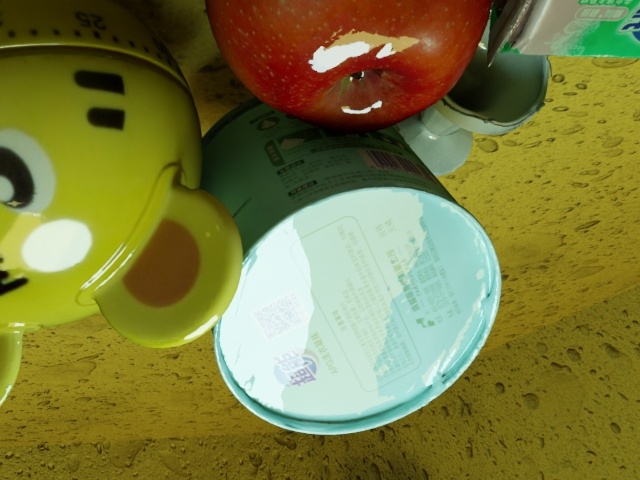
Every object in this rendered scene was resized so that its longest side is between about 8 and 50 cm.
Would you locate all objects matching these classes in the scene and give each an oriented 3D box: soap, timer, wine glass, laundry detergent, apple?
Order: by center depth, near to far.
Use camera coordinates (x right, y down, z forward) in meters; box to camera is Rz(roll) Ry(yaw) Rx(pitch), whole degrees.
[{"bbox_3d":[0.023,-0.220,0.822,0.260,0.216,0.260,-9,160,-3],"label":"apple"},{"bbox_3d":[-0.270,-0.046,0.851,0.376,0.387,0.376,-14,160,-5],"label":"timer"},{"bbox_3d":[0.000,0.000,0.981,0.287,0.305,0.287,-8,122,-13],"label":"laundry detergent"},{"bbox_3d":[0.334,-0.279,0.994,0.273,0.098,0.218,-3,149,-23],"label":"soap"},{"bbox_3d":[0.164,-0.175,1.111,0.165,0.165,0.196,-5,165,-19],"label":"wine glass"}]
